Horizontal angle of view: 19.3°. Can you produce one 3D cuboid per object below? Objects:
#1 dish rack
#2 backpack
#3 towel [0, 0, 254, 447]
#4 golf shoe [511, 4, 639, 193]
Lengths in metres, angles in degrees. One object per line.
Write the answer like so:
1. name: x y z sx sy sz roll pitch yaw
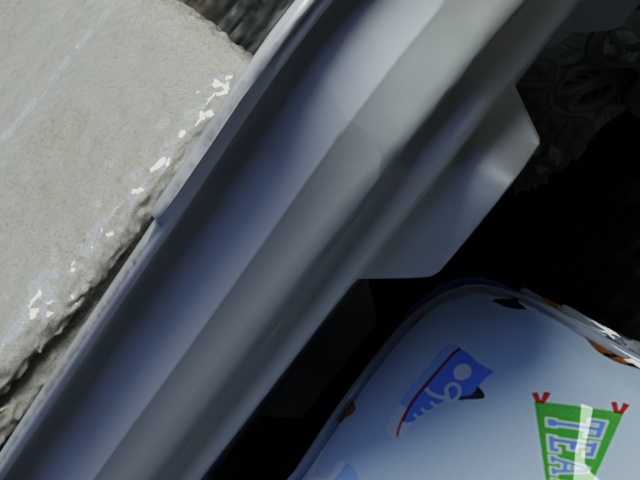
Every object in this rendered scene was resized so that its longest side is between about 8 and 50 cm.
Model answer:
1. dish rack: 0.000 0.000 0.630 0.072 0.285 0.333 38 125 1
2. backpack: 0.094 0.156 0.583 0.263 0.213 0.276 28 81 24
3. towel: -0.161 -0.011 0.881 0.187 0.049 0.282 40 90 34
4. golf shoe: 0.097 -0.075 0.771 0.176 0.069 0.086 -16 33 26
